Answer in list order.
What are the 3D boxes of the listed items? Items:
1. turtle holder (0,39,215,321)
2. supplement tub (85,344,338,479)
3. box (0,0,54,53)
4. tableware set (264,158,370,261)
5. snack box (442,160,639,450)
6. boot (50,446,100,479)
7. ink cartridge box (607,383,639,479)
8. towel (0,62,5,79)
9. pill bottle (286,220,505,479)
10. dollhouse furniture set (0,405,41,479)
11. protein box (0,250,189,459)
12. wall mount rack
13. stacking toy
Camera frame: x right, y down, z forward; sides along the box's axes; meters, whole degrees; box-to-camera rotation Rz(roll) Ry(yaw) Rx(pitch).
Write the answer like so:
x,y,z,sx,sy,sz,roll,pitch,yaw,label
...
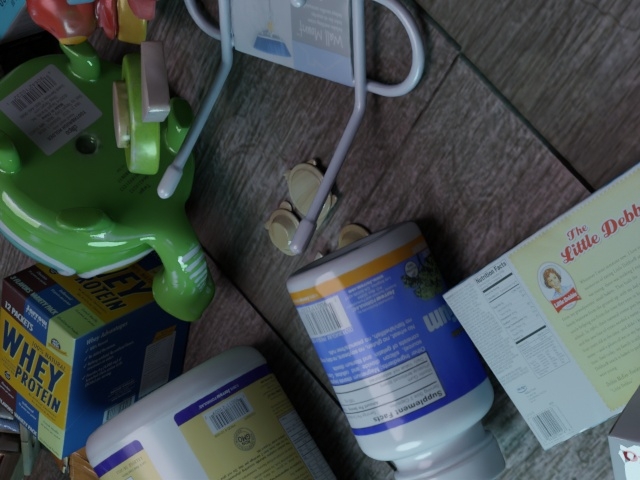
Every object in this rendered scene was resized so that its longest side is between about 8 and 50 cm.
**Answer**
x,y,z,sx,sy,sz,roll,pitch,yaw,label
-0.251,-0.066,1.891,0.320,0.243,0.227,18,152,-7,turtle holder
-0.096,0.315,1.893,0.241,0.241,0.331,-36,83,50,supplement tub
-0.322,-0.312,1.899,0.060,0.100,0.244,58,140,8,box
0.000,0.000,1.789,0.168,0.020,0.141,54,137,12,tableware set
0.268,0.057,1.501,0.187,0.060,0.322,57,140,4,snack box
-0.276,0.278,2.168,0.283,0.109,0.220,35,134,27,boot
0.350,0.237,1.448,0.153,0.087,0.208,9,128,34,ink cartridge box
-0.452,-0.169,2.091,0.312,0.056,0.324,26,148,38,towel
0.085,0.130,1.667,0.152,0.152,0.272,-21,95,50,pill bottle
-0.484,0.295,2.310,0.129,0.183,0.129,5,120,4,dollhouse furniture set
-0.280,0.123,2.014,0.136,0.200,0.201,36,133,28,protein box
-0.061,-0.171,1.675,0.350,0.130,0.304,23,126,39,wall mount rack
-0.236,-0.219,1.673,0.309,0.130,0.279,124,142,-73,stacking toy
